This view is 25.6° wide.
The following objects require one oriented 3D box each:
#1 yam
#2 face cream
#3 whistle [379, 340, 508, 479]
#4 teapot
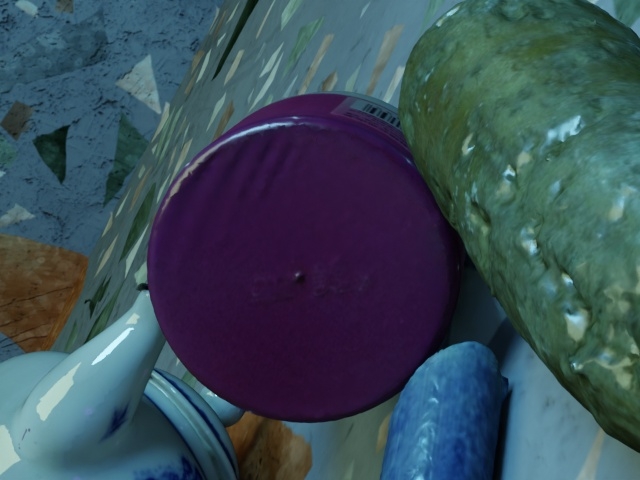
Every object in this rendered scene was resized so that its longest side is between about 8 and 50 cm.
[{"bbox_3d":[0.125,-0.012,0.601,0.133,0.133,0.330,-60,19,17],"label":"yam"},{"bbox_3d":[0.000,0.000,0.849,0.175,0.175,0.195,-61,-1,13],"label":"face cream"},{"bbox_3d":[0.044,0.182,0.676,0.062,0.062,0.304,-48,22,47],"label":"whistle"},{"bbox_3d":[-0.166,0.192,1.086,0.280,0.252,0.424,-35,-28,-30],"label":"teapot"}]
